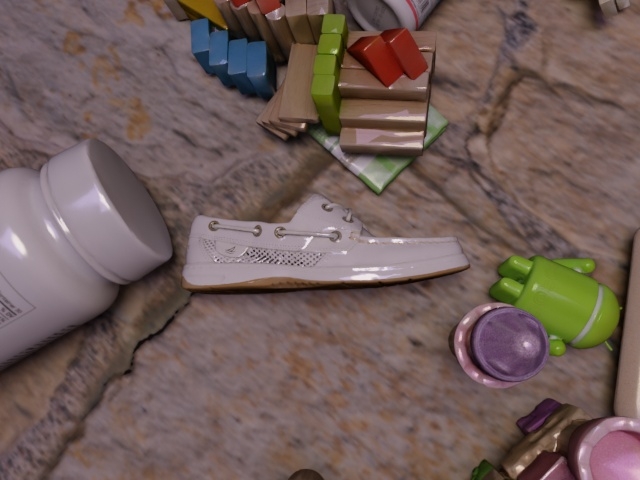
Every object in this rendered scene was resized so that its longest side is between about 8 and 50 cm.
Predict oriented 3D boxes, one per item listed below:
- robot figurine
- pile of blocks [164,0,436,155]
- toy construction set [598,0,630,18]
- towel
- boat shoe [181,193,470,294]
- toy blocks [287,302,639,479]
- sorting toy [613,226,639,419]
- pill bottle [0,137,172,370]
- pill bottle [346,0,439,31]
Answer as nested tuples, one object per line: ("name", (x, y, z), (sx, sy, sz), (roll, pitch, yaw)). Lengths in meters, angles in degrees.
("robot figurine", (0.220, 0.057, 0.465), (0.115, 0.067, 0.101), (25, 71, 9))
("pile of blocks", (-0.047, -0.203, 0.496), (0.362, 0.112, 0.148), (31, 84, 17))
("toy construction set", (0.406, -0.348, 0.476), (0.328, 0.151, 0.214), (-15, 93, 23))
("towel", (0.046, -0.137, 0.544), (0.113, 0.023, 0.152), (-45, 81, -1))
("boat shoe", (0.000, 0.000, 0.481), (0.277, 0.098, 0.096), (-2, 80, 6))
("toy blocks", (0.138, 0.234, 0.342), (0.289, 0.260, 0.309), (-42, 78, -4))
("sorting toy", (0.382, 0.093, 0.446), (0.209, 0.038, 0.192), (13, 81, -1))
("pill bottle", (-0.299, 0.031, 0.472), (0.283, 0.160, 0.160), (-29, 78, -1))
("pill bottle", (0.105, -0.297, 0.532), (0.087, 0.087, 0.160), (37, 84, 11))
